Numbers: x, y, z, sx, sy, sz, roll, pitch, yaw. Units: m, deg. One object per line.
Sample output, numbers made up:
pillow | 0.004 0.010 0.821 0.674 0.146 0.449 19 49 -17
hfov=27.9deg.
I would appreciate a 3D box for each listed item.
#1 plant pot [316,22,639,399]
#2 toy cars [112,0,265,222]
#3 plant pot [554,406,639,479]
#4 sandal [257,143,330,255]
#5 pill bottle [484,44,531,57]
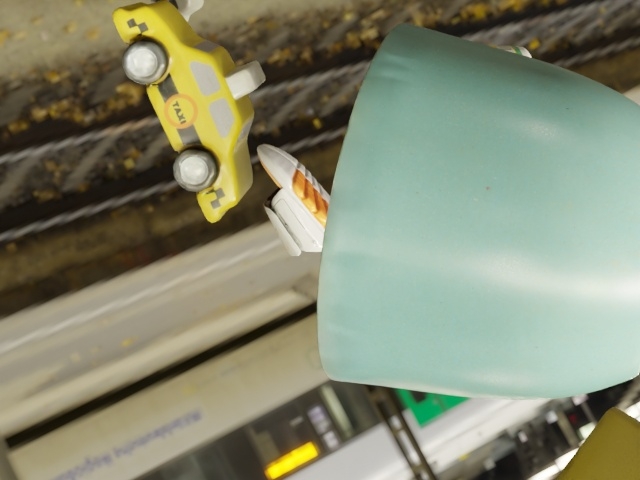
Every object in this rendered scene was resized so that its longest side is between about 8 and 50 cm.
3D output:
plant pot | 0.153 -0.007 1.015 0.235 0.293 0.293 12 -177 14
toy cars | -0.114 -0.203 1.098 0.087 0.394 0.176 -22 149 10
plant pot | 0.345 0.333 1.304 0.212 0.212 0.187 -48 -145 -18
sandal | -0.002 0.002 1.512 0.076 0.265 0.102 -41 179 15
pill bottle | 0.222 -0.251 2.042 0.208 0.118 0.117 0 166 -14
